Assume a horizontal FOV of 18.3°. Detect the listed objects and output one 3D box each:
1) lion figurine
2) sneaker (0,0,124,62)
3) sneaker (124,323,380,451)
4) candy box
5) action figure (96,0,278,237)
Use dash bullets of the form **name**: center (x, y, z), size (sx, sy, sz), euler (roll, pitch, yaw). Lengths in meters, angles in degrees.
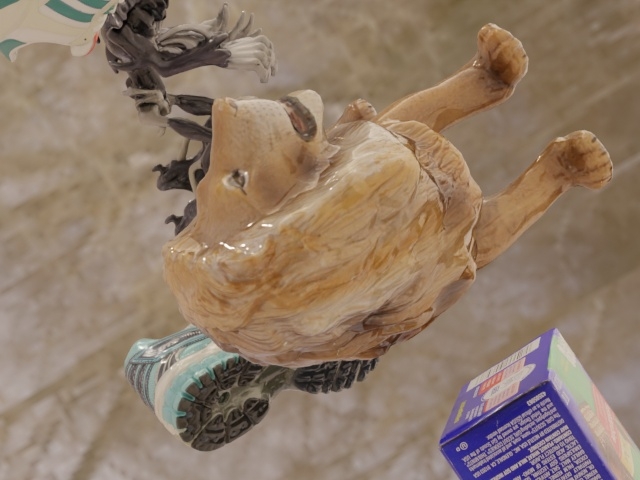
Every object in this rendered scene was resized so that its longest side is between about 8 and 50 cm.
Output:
- **lion figurine**: center (0.000, 0.000, 1.078), size (0.142, 0.240, 0.392), euler (54, 162, 3)
- **sneaker**: center (-0.140, -0.157, 1.215), size (0.057, 0.161, 0.075), euler (-88, -23, -54)
- **sneaker**: center (-0.051, 0.081, 1.779), size (0.122, 0.283, 0.110), euler (31, 128, 38)
- **candy box**: center (0.246, 0.255, 1.748), size (0.317, 0.122, 0.268), euler (57, -169, -2)
- **action figure**: center (-0.107, -0.146, 1.626), size (0.164, 0.141, 0.275), euler (-103, -3, -62)
